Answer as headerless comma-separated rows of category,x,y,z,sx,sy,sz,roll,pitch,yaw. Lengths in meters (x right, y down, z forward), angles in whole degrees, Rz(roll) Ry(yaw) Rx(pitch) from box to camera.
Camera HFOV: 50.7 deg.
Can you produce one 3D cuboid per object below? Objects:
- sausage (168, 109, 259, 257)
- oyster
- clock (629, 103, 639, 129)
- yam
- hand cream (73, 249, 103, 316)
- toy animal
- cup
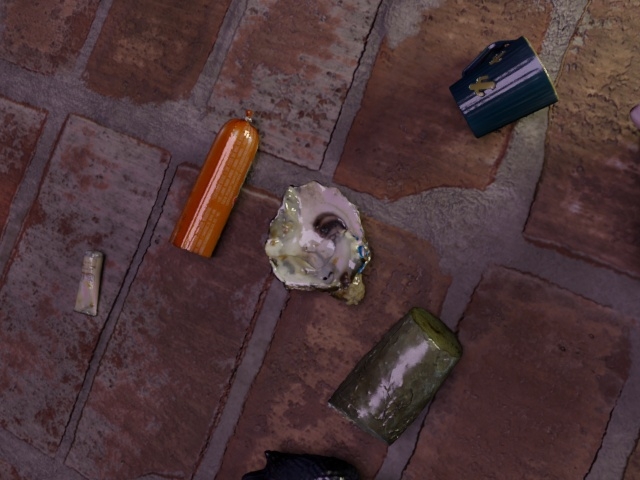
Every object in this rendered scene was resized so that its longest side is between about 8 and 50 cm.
sausage,-0.204,-0.121,1.371,0.093,0.093,0.312,24,90,19
oyster,0.000,0.000,1.295,0.214,0.083,0.223,14,82,16
clock,0.660,-0.083,1.002,0.368,0.250,0.377,-20,78,14
yam,0.132,0.245,1.183,0.154,0.154,0.254,43,95,18
hand cream,-0.506,0.091,1.471,0.061,0.039,0.143,9,91,17
toy animal,-0.003,0.473,1.217,0.298,0.122,0.185,29,103,26
cup,0.318,-0.281,1.216,0.155,0.131,0.176,-30,46,16
